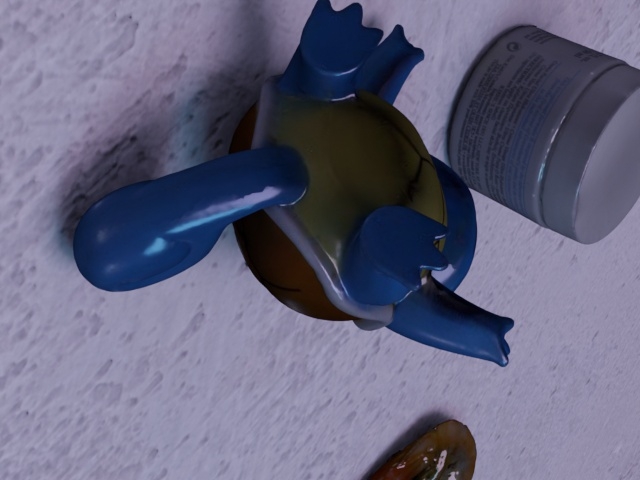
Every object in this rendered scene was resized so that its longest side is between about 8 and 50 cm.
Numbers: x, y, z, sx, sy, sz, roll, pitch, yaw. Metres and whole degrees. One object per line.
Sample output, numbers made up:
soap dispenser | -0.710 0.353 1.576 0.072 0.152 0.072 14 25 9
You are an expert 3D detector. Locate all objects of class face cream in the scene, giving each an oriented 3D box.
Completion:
face cream | 0.232 -0.105 1.396 0.177 0.153 0.177 -37 143 -34

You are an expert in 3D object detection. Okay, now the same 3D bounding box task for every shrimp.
shrimp | 0.100 0.276 1.597 0.287 0.063 0.152 -2 115 -58

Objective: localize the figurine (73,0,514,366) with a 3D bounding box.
figurine | 0.022 -0.021 1.106 0.243 0.298 0.416 -37 158 30
